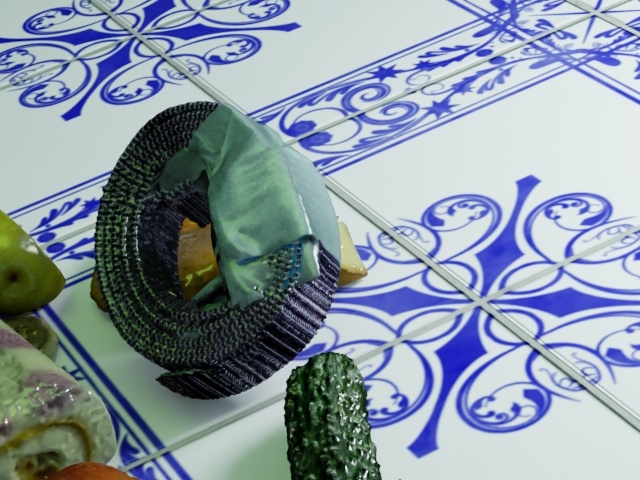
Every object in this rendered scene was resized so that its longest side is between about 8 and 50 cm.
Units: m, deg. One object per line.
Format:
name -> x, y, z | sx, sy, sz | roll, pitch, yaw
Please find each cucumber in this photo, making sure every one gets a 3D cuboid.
cucumber -> 0.012, 0.213, 1.735 | 0.096, 0.096, 0.359 | -13, 31, 0

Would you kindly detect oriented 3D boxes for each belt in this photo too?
belt -> -0.113, 0.003, 1.984 | 0.260, 0.122, 0.325 | -28, 56, 18

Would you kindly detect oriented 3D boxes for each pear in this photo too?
pear -> -0.375, 0.035, 2.162 | 0.104, 0.141, 0.141 | -43, 37, -8

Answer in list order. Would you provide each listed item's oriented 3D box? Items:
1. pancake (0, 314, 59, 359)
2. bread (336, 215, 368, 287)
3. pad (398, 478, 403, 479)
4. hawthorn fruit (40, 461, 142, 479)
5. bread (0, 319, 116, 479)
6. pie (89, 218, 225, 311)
pancake -> -0.362, 0.125, 2.098 | 0.139, 0.022, 0.139 | -9, 31, 5
bread -> 0.000, 0.000, 2.058 | 0.080, 0.109, 0.084 | -21, 67, -4
pad -> 0.102, 0.355, 1.467 | 0.247, 0.007, 0.367 | 23, 40, 12
hawthorn fruit -> -0.197, 0.310, 1.606 | 0.196, 0.196, 0.225 | -21, 56, -13
bread -> -0.378, 0.158, 1.908 | 0.187, 0.155, 0.338 | -36, 38, -20
pie -> -0.148, 0.007, 2.171 | 0.273, 0.069, 0.273 | -11, 26, 5
